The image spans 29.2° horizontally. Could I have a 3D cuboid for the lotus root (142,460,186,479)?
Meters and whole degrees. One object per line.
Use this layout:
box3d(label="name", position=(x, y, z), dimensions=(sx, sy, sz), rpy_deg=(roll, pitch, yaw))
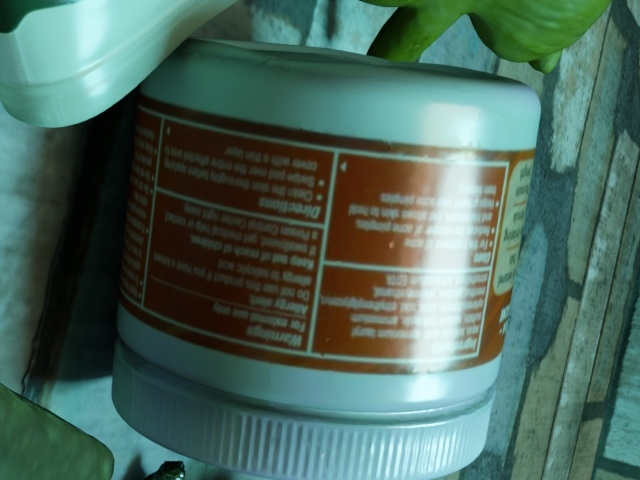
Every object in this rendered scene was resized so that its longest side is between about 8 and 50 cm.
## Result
box3d(label="lotus root", position=(-0.115, 0.203, 0.878), dimensions=(0.054, 0.049, 0.099), rpy_deg=(-61, 159, -79))

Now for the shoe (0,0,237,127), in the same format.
box3d(label="shoe", position=(-0.095, -0.180, 0.690), dimensions=(0.265, 0.095, 0.110), rpy_deg=(-57, 148, -34))

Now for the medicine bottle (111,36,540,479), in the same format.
box3d(label="medicine bottle", position=(0.000, 0.000, 0.787), dimensions=(0.252, 0.252, 0.241), rpy_deg=(-13, 114, -64))

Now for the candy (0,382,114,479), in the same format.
box3d(label="candy", position=(-0.194, 0.111, 0.599), dimensions=(0.104, 0.102, 0.234), rpy_deg=(-69, 156, -19))

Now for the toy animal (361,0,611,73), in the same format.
box3d(label="toy animal", position=(0.067, -0.242, 0.951), dimensions=(0.363, 0.180, 0.181), rpy_deg=(1, 77, -24))
